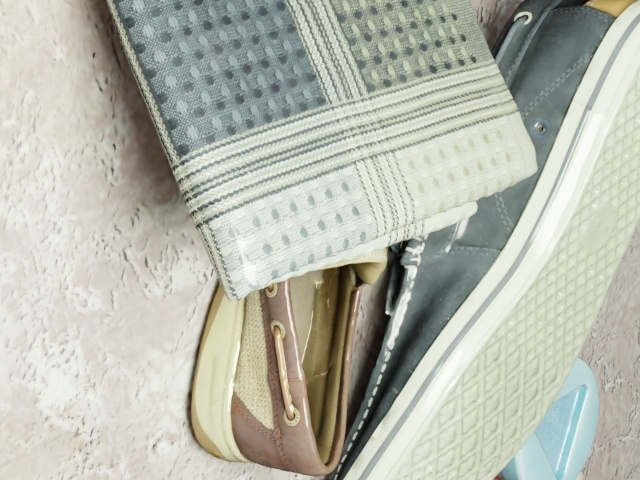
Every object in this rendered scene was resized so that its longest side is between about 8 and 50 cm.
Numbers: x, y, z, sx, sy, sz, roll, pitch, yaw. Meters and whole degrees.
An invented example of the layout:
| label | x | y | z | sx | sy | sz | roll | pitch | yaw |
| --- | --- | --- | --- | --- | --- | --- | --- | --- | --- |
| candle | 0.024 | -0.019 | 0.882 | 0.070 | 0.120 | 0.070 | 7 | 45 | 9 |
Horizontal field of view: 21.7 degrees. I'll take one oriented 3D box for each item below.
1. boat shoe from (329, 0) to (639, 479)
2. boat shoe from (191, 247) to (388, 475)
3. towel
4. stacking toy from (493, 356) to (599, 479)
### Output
| label | x | y | z | sx | sy | sz | roll | pitch | yaw |
| --- | --- | --- | --- | --- | --- | --- | --- | --- | --- |
| boat shoe | 0.132 | 0.020 | 1.352 | 0.187 | 0.156 | 0.500 | 28 | 89 | -56 |
| boat shoe | 0.000 | 0.000 | 1.194 | 0.123 | 0.123 | 0.342 | 13 | 87 | -52 |
| towel | -0.007 | -0.140 | 1.127 | 0.324 | 0.056 | 0.312 | -20 | 87 | -45 |
| stacking toy | 0.183 | 0.263 | 1.489 | 0.309 | 0.130 | 0.279 | -61 | 138 | -21 |
